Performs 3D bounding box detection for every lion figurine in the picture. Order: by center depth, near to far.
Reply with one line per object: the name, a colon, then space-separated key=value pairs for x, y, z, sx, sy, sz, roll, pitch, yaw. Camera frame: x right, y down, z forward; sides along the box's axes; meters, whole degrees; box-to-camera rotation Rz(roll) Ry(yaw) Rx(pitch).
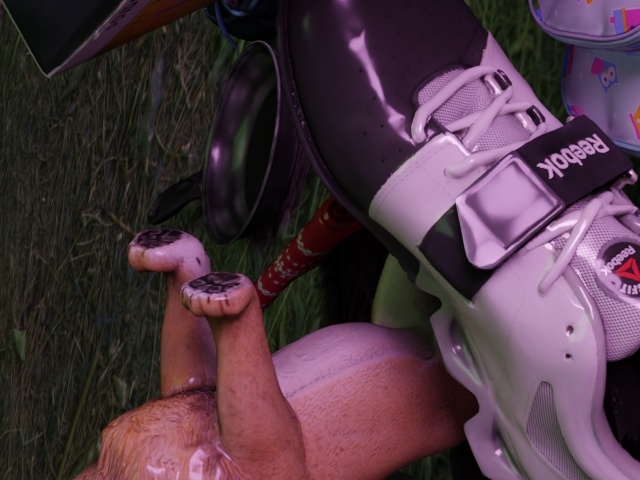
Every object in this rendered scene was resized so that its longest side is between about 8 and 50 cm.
lion figurine: x=0.009 y=0.090 z=0.742 sx=0.142 sy=0.392 sz=0.240 roll=25 pitch=128 yaw=51

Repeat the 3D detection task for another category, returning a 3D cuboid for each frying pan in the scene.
frying pan: x=-0.093 y=-0.050 z=1.298 sx=0.326 sy=0.053 sz=0.197 roll=122 pitch=149 yaw=-43

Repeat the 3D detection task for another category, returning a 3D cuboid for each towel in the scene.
towel: x=0.000 y=0.000 z=0.960 sx=0.199 sy=0.031 sz=0.275 roll=-46 pitch=-1 yaw=-40

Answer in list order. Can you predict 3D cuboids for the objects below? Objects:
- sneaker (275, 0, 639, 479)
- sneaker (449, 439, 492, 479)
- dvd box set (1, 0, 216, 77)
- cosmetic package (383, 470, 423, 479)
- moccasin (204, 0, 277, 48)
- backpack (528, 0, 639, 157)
sneaker: x=0.104 y=-0.008 z=0.616 sx=0.146 sy=0.122 sz=0.330 roll=-6 pitch=118 yaw=59
sneaker: x=0.112 y=0.167 z=0.744 sx=0.170 sy=0.051 sz=0.089 roll=-96 pitch=28 yaw=-44
dvd box set: x=0.077 y=-0.220 z=0.600 sx=0.062 sy=0.420 sz=0.308 roll=61 pitch=152 yaw=-3
cosmetic package: x=-0.001 y=0.247 z=0.809 sx=0.107 sy=0.127 sz=0.238 roll=-45 pitch=31 yaw=40
moccasin: x=-0.049 y=-0.266 z=1.212 sx=0.342 sy=0.117 sz=0.137 roll=-9 pitch=72 yaw=65
backpack: x=0.182 y=-0.123 z=0.605 sx=0.166 sy=0.144 sz=0.188 roll=-155 pitch=69 yaw=-63
